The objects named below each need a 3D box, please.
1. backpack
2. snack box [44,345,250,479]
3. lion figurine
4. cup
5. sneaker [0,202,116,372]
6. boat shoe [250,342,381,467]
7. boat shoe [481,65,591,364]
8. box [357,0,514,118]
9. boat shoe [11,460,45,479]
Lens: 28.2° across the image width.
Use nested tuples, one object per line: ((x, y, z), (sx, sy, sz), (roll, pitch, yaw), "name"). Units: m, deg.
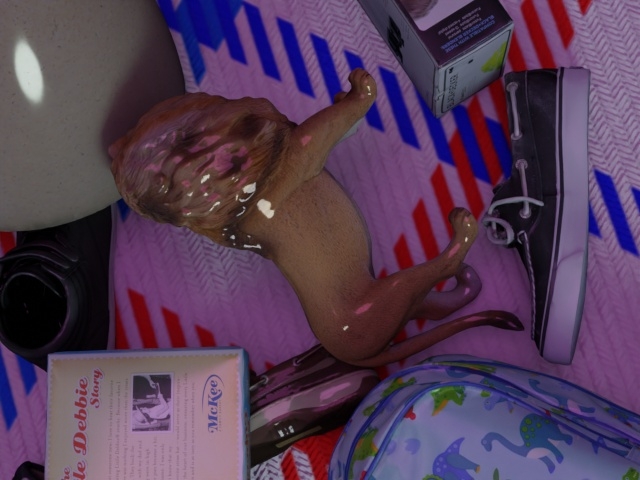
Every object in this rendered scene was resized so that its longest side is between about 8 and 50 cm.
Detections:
((0.183, 0.247, 1.162), (0.355, 0.273, 0.290), (34, 101, 22), "backpack")
((-0.158, 0.261, 1.168), (0.187, 0.060, 0.321), (-2, 76, 3), "snack box")
((0.000, 0.000, 1.204), (0.240, 0.142, 0.392), (-40, 93, -15), "lion figurine")
((-0.300, -0.209, 1.219), (0.331, 0.237, 0.331), (1, 58, -2), "cup")
((-0.272, -0.004, 1.285), (0.105, 0.147, 0.295), (-9, 79, 6), "sneaker")
((-0.069, 0.167, 1.273), (0.257, 0.095, 0.095), (-22, 65, -4), "boat shoe")
((0.212, -0.029, 1.258), (0.105, 0.113, 0.306), (1, 78, 12), "boat shoe")
((0.077, -0.282, 1.286), (0.087, 0.169, 0.290), (-31, 78, -2), "box")
((-0.183, 0.309, 1.241), (0.303, 0.114, 0.091), (21, 89, 8), "boat shoe")
